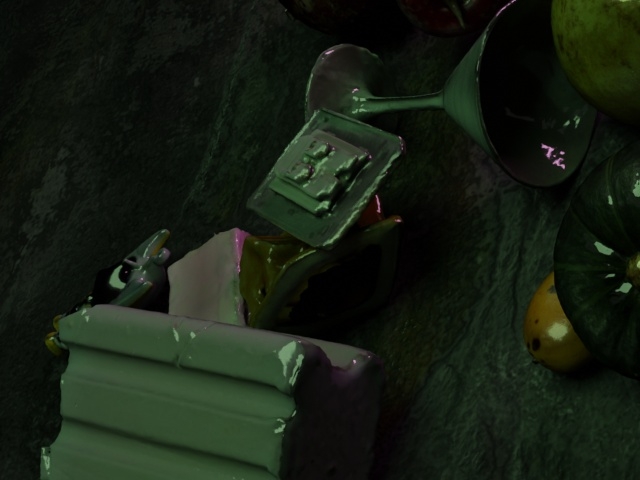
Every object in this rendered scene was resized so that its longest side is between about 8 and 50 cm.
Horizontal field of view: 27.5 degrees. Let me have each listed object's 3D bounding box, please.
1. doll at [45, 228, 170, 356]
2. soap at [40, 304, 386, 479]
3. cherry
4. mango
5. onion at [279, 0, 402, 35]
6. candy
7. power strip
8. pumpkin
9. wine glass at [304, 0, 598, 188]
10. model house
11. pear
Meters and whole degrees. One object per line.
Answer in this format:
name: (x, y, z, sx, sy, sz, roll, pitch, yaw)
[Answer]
doll: (-0.368, 0.103, 2.294, 0.316, 0.103, 0.145, -33, 3, 30)
soap: (-0.156, 0.280, 1.785, 0.435, 0.213, 0.350, 3, 82, 37)
cherry: (0.200, -0.449, 2.039, 0.203, 0.230, 0.300, -18, 46, 14)
mango: (0.322, 0.088, 1.670, 0.115, 0.090, 0.178, -1, 54, 41)
onion: (0.069, -0.545, 2.297, 0.347, 0.348, 0.385, -3, 22, 42)
candy: (-0.152, 0.121, 2.072, 0.155, 0.116, 0.265, -33, 39, 23)
power strip: (-0.006, -0.100, 1.873, 0.213, 0.064, 0.198, 26, 77, 47)
pumpkin: (0.418, 0.029, 1.510, 0.300, 0.207, 0.300, -1, 89, 41)
wine glass: (0.179, -0.208, 1.940, 0.406, 0.267, 0.267, 3, 61, 51)
model house: (-0.011, 0.000, 1.966, 0.268, 0.173, 0.239, -20, 45, 2)
pear: (0.444, -0.298, 1.720, 0.304, 0.304, 0.304, -25, 44, 27)
